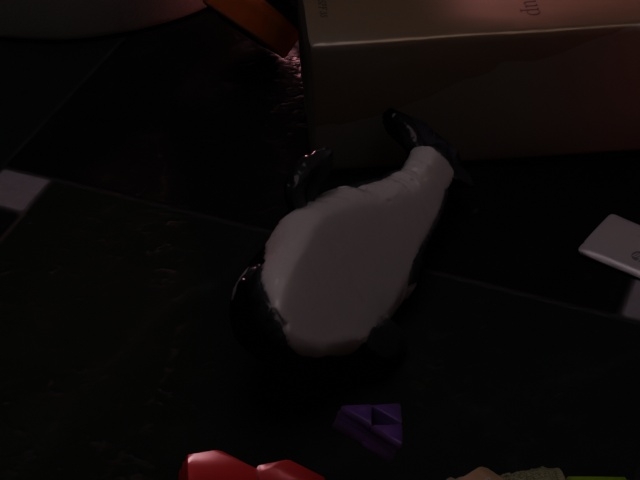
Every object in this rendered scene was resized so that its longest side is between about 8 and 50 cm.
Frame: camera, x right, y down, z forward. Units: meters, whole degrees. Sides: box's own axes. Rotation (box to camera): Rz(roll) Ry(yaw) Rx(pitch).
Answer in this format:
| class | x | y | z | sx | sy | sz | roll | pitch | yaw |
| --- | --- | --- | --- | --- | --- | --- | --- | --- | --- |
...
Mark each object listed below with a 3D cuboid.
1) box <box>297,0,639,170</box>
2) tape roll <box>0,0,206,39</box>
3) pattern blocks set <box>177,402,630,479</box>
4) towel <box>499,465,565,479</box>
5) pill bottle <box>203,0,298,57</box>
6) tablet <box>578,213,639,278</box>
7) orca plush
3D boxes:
| class | x | y | z | sx | sy | sz | roll | pitch | yaw |
| --- | --- | --- | --- | --- | --- | --- | --- | --- | --- |
| box | 0.141 | -0.150 | 1.225 | 0.311 | 0.121 | 0.148 | -5 | 39 | -4 |
| tape roll | -0.237 | -0.323 | 1.490 | 0.392 | 0.072 | 0.392 | -1 | 40 | 1 |
| pattern blocks set | 0.111 | 0.188 | 0.800 | 0.285 | 0.026 | 0.325 | -11 | 38 | -46 |
| towel | 0.095 | 0.186 | 0.890 | 0.148 | 0.027 | 0.110 | -16 | 40 | -17 |
| pill bottle | 0.002 | -0.279 | 1.308 | 0.130 | 0.130 | 0.246 | 38 | 94 | 38 |
| tablet | 0.236 | 0.009 | 1.119 | 0.083 | 0.006 | 0.054 | 24 | 46 | 28 |
| orca plush | 0.000 | 0.000 | 1.067 | 0.102 | 0.151 | 0.287 | -16 | 32 | 35 |
